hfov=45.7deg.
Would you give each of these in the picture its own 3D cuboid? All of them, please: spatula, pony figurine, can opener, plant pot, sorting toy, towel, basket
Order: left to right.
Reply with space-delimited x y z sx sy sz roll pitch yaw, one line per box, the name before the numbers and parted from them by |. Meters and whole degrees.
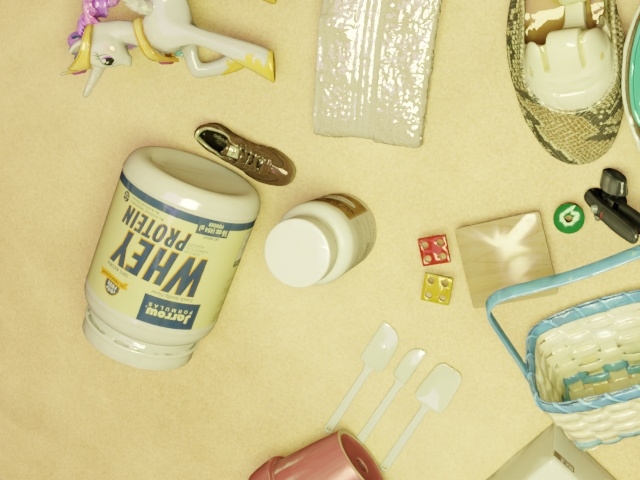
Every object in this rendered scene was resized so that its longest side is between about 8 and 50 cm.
pony figurine | -0.257 -0.409 1.214 0.363 0.303 0.351 -1 109 4
plant pot | 0.005 0.429 1.299 0.180 0.201 0.201 -41 85 9
towel | 0.088 -0.290 1.189 0.187 0.049 0.282 10 112 14
spatula | 0.118 0.282 1.320 0.168 0.019 0.242 33 108 10
sorting toy | 0.285 0.030 1.202 0.274 0.046 0.132 -13 95 20
basket | 0.397 0.150 1.087 0.254 0.201 0.289 -18 125 20
can opener | 0.420 -0.040 1.077 0.059 0.186 0.073 -12 116 9

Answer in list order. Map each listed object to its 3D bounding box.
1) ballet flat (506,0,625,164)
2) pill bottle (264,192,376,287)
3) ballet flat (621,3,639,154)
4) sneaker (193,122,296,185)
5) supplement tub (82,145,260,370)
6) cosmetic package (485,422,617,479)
ballet flat | 0.334 -0.340 1.047 0.163 0.182 0.483 -3 99 18
pill bottle | 0.000 0.000 1.195 0.131 0.229 0.131 3 100 18
ballet flat | 0.504 -0.149 1.055 0.139 0.139 0.401 -10 92 20
sneaker | -0.135 -0.142 1.300 0.188 0.071 0.066 27 107 13
supplement tub | -0.259 0.029 1.286 0.235 0.235 0.325 26 107 13
cosmetic package | 0.316 0.506 1.223 0.217 0.156 0.385 46 109 6
